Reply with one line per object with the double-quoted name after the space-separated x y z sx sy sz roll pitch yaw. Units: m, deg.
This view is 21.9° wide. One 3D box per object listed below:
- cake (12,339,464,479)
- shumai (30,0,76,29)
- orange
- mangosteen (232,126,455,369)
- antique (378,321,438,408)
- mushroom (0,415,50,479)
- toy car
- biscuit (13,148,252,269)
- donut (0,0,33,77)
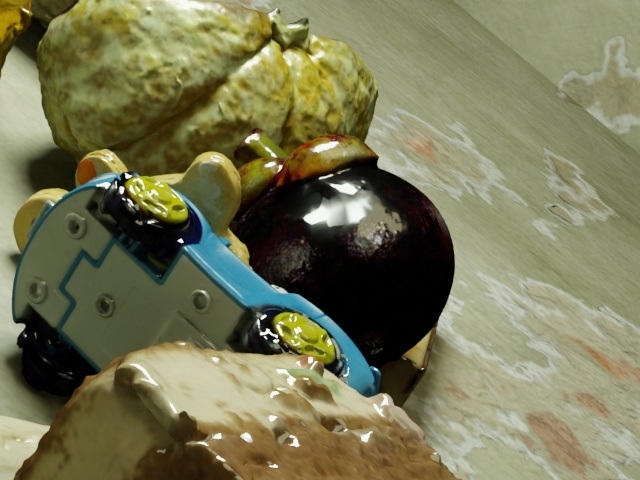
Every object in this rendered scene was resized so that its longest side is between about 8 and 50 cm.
-0.040 0.239 0.964 0.290 0.282 0.255 42 15 28 "cake"
-0.314 -0.293 1.838 0.262 0.314 0.267 -23 57 -12 "shumai"
-0.116 -0.108 1.637 0.368 0.271 0.210 11 75 -47 "orange"
0.000 0.000 1.468 0.211 0.211 0.250 1 55 -55 "mangosteen"
0.065 0.080 1.692 0.093 0.087 0.310 32 22 -3 "antique"
-0.212 0.172 1.088 0.351 0.095 0.123 5 53 -49 "mushroom"
-0.098 0.076 1.301 0.314 0.198 0.166 41 25 17 "toy car"
-0.164 -0.003 1.405 0.234 0.153 0.030 2 21 28 "biscuit"
-0.429 -0.247 1.556 0.330 0.160 0.330 27 31 -17 "donut"
